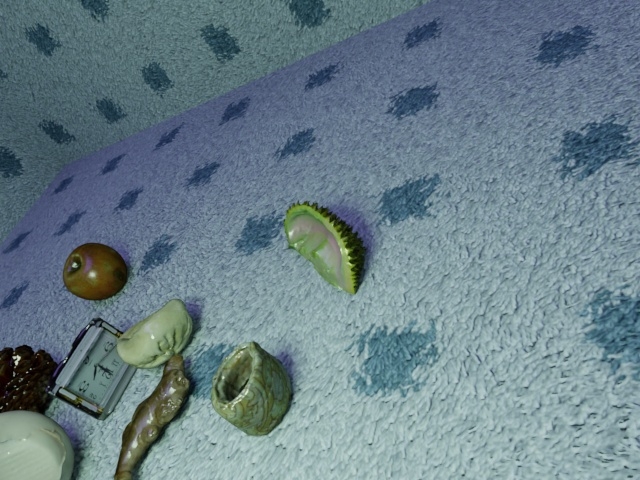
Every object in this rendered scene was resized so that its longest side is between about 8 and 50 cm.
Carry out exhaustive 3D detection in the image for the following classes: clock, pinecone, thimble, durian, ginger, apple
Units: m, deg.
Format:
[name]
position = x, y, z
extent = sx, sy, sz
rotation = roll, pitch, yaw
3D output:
[clock]
position = -0.650, 0.371, 1.422
extent = 0.083, 0.186, 0.253
rotation = -11, 43, 38
[pinecone]
position = -0.989, 0.469, 1.541
extent = 0.296, 0.242, 0.298
rotation = 13, 65, 43
[thimble]
position = -0.150, 0.328, 1.097
extent = 0.137, 0.143, 0.190
rotation = -7, 46, 35
[durian]
position = 0.000, 0.000, 1.327
extent = 0.169, 0.158, 0.352
rotation = -53, 42, -2
[ginger]
position = -0.430, 0.452, 1.252
extent = 0.166, 0.080, 0.333
rotation = -9, 50, 54
[apple]
position = -0.852, 0.121, 1.862
extent = 0.237, 0.207, 0.237
rotation = -15, 61, 29

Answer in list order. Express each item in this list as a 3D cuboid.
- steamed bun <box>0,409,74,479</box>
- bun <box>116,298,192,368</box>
[steamed bun]
position = -0.799, 0.582, 1.250
extent = 0.309, 0.309, 0.309
rotation = -22, 39, 19
[bun]
position = -0.471, 0.281, 1.419
extent = 0.229, 0.145, 0.229
rotation = -37, 5, 4
